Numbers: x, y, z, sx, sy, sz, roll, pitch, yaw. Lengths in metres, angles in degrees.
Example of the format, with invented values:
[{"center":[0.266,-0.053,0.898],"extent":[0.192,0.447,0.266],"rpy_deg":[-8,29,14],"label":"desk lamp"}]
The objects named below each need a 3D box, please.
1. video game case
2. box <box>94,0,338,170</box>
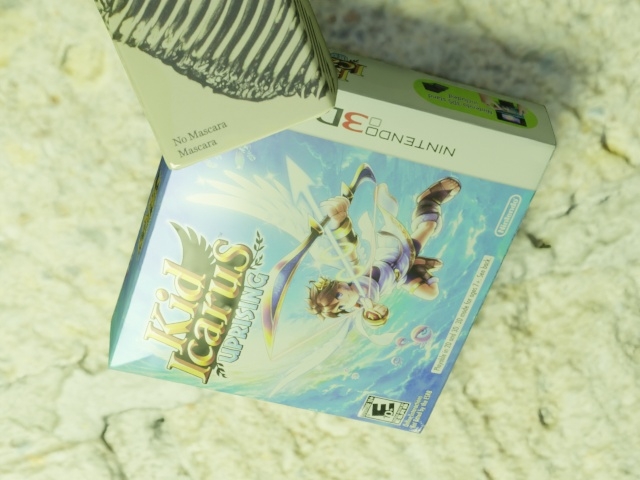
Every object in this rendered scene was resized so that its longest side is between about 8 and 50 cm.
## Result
[{"center":[0.000,0.000,1.066],"extent":[0.244,0.061,0.270],"rpy_deg":[14,122,-11],"label":"video game case"},{"center":[-0.088,-0.190,0.875],"extent":[0.113,0.094,0.275],"rpy_deg":[-21,108,9],"label":"box"}]
